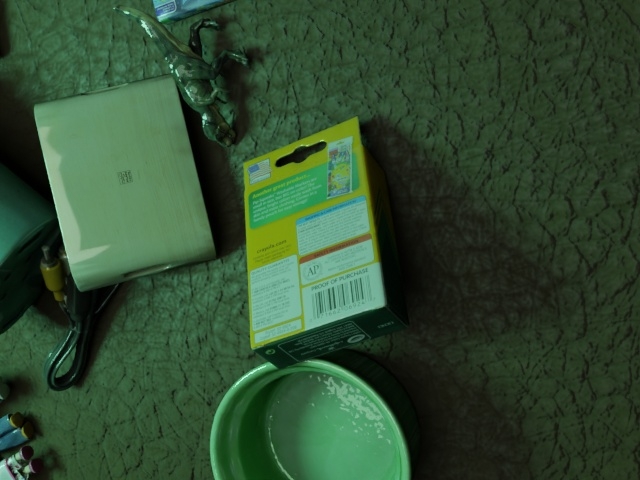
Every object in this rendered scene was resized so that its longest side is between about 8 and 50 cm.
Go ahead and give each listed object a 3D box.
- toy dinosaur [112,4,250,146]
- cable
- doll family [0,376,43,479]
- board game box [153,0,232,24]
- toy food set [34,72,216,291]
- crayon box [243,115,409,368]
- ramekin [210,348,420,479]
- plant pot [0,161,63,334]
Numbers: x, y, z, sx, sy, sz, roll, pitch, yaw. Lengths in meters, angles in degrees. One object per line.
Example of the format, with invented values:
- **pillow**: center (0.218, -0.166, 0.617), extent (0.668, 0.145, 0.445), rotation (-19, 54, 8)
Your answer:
- **toy dinosaur**: center (-0.186, -0.273, 1.416), extent (0.118, 0.064, 0.268), rotation (-37, 99, -10)
- **cable**: center (-0.401, 0.114, 1.551), extent (0.072, 0.140, 0.287), rotation (40, 130, 35)
- **doll family**: center (-0.599, 0.331, 1.637), extent (0.163, 0.118, 0.262), rotation (-26, 106, 14)
- **board game box**: center (-0.172, -0.426, 1.424), extent (0.201, 0.035, 0.136), rotation (-13, 92, 20)
- **toy food set**: center (-0.303, -0.093, 1.459), extent (0.220, 0.092, 0.305), rotation (-14, 89, -7)
- **crayon box**: center (0.000, 0.000, 1.332), extent (0.203, 0.083, 0.322), rotation (-20, 54, 20)
- **ramekin**: center (0.003, 0.305, 1.389), extent (0.304, 0.148, 0.303), rotation (2, 97, 19)
- **plant pot**: center (-0.606, -0.025, 1.486), extent (0.334, 0.341, 0.341), rotation (33, 106, 4)
